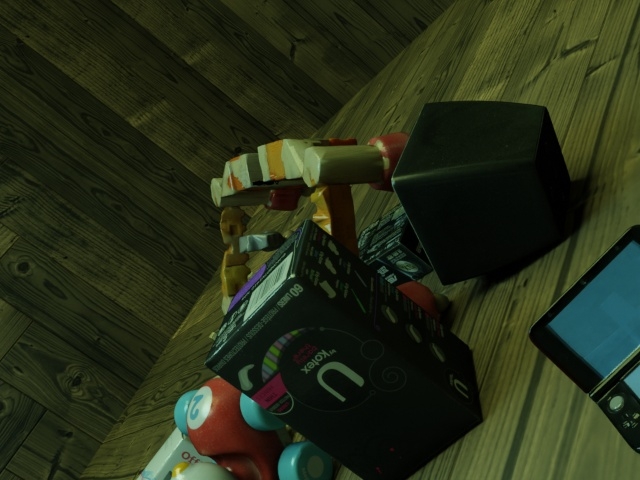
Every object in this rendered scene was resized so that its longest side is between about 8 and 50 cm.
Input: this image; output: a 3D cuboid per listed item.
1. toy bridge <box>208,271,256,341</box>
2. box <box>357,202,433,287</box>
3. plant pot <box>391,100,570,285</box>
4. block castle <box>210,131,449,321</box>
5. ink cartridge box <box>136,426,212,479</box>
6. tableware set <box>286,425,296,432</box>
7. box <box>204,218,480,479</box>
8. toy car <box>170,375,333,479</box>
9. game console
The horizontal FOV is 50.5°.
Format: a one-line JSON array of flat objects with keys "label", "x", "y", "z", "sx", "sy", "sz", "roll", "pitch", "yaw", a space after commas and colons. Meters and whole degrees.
[{"label": "toy bridge", "x": -0.181, "y": 0.162, "z": 1.573, "sx": 0.188, "sy": 0.063, "sz": 0.026, "roll": -58, "pitch": 15, "yaw": -21}, {"label": "box", "x": 0.130, "y": 0.015, "z": 1.205, "sx": 0.180, "sy": 0.077, "sz": 0.147, "roll": -38, "pitch": 19, "yaw": 45}, {"label": "plant pot", "x": 0.225, "y": -0.075, "z": 0.889, "sx": 0.167, "sy": 0.187, "sz": 0.188, "roll": -9, "pitch": 37, "yaw": 32}, {"label": "block castle", "x": 0.000, "y": 0.000, "z": 1.095, "sx": 0.453, "sy": 0.212, "sz": 0.303, "roll": -4, "pitch": 92, "yaw": 62}, {"label": "ink cartridge box", "x": -0.235, "y": 0.441, "z": 1.143, "sx": 0.212, "sy": 0.154, "sz": 0.093, "roll": -53, "pitch": 13, "yaw": -6}, {"label": "tableware set", "x": -0.051, "y": 0.310, "z": 1.119, "sx": 0.194, "sy": 0.039, "sz": 0.128, "roll": -38, "pitch": 3, "yaw": 28}, {"label": "box", "x": 0.030, "y": 0.135, "z": 0.794, "sx": 0.165, "sy": 0.270, "sz": 0.143, "roll": -46, "pitch": 14, "yaw": 24}, {"label": "toy car", "x": -0.151, "y": 0.324, "z": 0.927, "sx": 0.219, "sy": 0.210, "sz": 0.238, "roll": -22, "pitch": 10, "yaw": 45}, {"label": "game console", "x": 0.265, "y": 0.077, "z": 0.559, "sx": 0.144, "sy": 0.085, "sz": 0.124, "roll": -49, "pitch": 13, "yaw": 13}]
